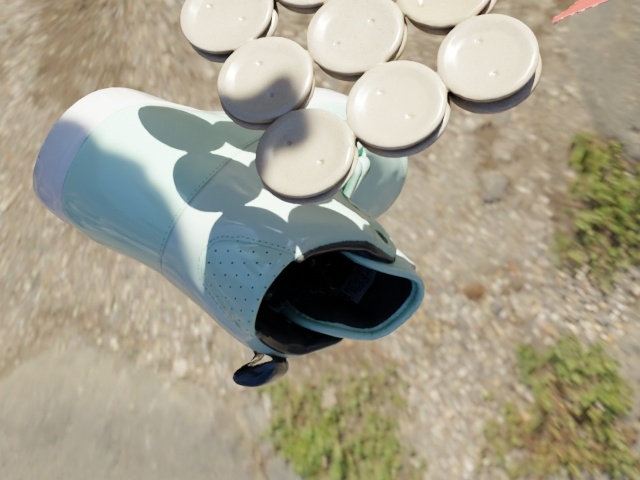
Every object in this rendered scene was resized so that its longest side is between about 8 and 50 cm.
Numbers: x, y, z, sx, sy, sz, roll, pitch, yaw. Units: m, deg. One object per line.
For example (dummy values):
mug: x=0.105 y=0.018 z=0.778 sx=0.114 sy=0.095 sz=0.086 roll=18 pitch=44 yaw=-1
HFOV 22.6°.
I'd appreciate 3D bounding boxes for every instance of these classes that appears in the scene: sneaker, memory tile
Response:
sneaker: x=0.000 y=0.000 z=0.752 sx=0.151 sy=0.256 sz=0.094 roll=37 pitch=112 yaw=26
memory tile: x=0.006 y=-0.088 z=0.600 sx=0.113 sy=0.012 sz=0.148 roll=-29 pitch=59 yaw=0

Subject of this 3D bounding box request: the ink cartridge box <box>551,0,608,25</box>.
ink cartridge box: x=0.201 y=-0.162 z=0.574 sx=0.181 sy=0.225 sz=0.056 roll=-36 pitch=105 yaw=-45
